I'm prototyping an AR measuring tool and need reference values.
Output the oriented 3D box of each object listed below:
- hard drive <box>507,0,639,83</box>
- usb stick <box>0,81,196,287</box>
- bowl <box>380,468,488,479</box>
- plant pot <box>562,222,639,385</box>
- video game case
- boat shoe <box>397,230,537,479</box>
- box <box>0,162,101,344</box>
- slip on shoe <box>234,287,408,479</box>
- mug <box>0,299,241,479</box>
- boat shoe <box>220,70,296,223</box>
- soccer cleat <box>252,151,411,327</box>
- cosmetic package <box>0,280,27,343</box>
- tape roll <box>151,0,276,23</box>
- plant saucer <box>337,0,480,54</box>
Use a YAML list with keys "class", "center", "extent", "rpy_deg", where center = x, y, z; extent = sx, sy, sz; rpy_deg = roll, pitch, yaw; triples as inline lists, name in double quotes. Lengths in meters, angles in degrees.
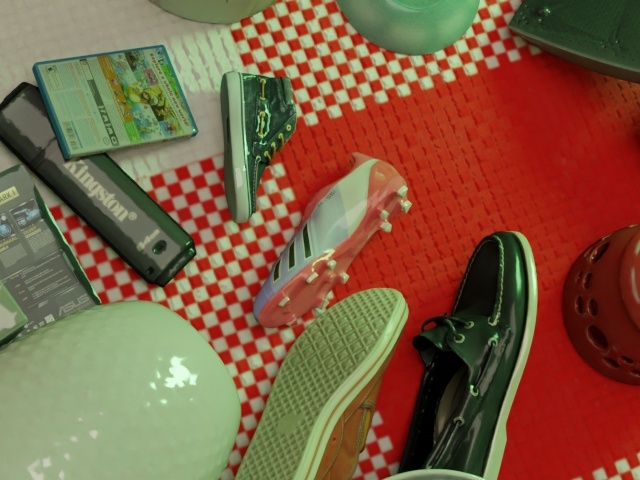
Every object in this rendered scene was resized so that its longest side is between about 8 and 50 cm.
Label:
- class: "hard drive"
  center: [0.378, -0.273, 2.029]
  extent: [0.255, 0.054, 0.172]
  rpy_deg: [21, 67, 27]
- class: "usb stick"
  center: [-0.257, -0.063, 1.870]
  extent: [0.278, 0.045, 0.077]
  rpy_deg: [44, 69, -1]
- class: "bowl"
  center: [0.107, 0.409, 1.782]
  extent: [0.311, 0.163, 0.311]
  rpy_deg: [3, 76, -14]
- class: "plant pot"
  center: [0.400, 0.064, 1.945]
  extent: [0.191, 0.174, 0.191]
  rpy_deg: [3, 75, -12]
- class: "video game case"
  center: [-0.233, -0.160, 1.890]
  extent: [0.166, 0.015, 0.119]
  rpy_deg: [-13, 71, -31]
- class: "boat shoe"
  center: [0.155, 0.141, 1.884]
  extent: [0.113, 0.127, 0.340]
  rpy_deg: [18, 81, -22]
- class: "box"
  center: [-0.382, 0.048, 1.796]
  extent: [0.233, 0.059, 0.183]
  rpy_deg: [-30, 90, -20]
- class: "slip on shoe"
  center: [0.009, 0.193, 1.852]
  extent: [0.101, 0.123, 0.331]
  rpy_deg: [53, 53, -40]
- class: "mug"
  center: [-0.233, 0.261, 1.699]
  extent: [0.328, 0.276, 0.374]
  rpy_deg: [-40, 119, -27]
- class: "boat shoe"
  center: [-0.068, -0.110, 1.921]
  extent: [0.083, 0.065, 0.183]
  rpy_deg: [0, 75, -13]
- class: "soccer cleat"
  center: [0.000, 0.000, 1.914]
  extent: [0.095, 0.083, 0.248]
  rpy_deg: [36, 72, 28]
- class: "cosmetic package"
  center: [-0.408, 0.022, 1.696]
  extent: [0.107, 0.127, 0.238]
  rpy_deg: [-32, 87, -20]
- class: "tape roll"
  center: [-0.116, -0.395, 1.927]
  extent: [0.246, 0.169, 0.246]
  rpy_deg: [4, 76, -14]
- class: "plant saucer"
  center: [0.111, -0.325, 2.040]
  extent: [0.195, 0.037, 0.195]
  rpy_deg: [4, 74, -14]
